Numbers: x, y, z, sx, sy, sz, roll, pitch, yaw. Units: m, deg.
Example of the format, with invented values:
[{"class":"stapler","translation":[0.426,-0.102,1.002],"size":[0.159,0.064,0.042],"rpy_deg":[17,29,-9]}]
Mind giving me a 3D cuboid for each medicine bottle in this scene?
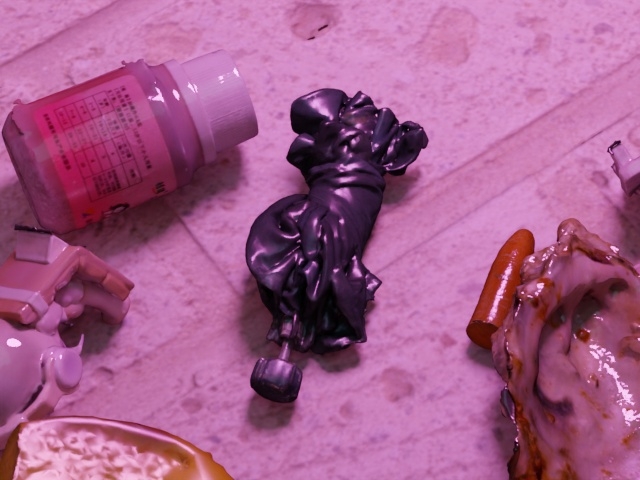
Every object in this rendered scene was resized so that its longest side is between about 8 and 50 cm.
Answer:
[{"class":"medicine bottle","translation":[-0.195,-0.109,1.748],"size":[0.247,0.147,0.147],"rpy_deg":[-22,61,-11]}]

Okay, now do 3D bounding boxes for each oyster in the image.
[{"class":"oyster","translation":[0.233,0.132,1.591],"size":[0.221,0.096,0.361],"rpy_deg":[8,53,-31]}]

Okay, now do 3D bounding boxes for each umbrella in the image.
[{"class":"umbrella","translation":[0.002,-0.001,1.707],"size":[0.143,0.094,0.348],"rpy_deg":[13,63,14]}]

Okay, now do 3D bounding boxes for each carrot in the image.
[{"class":"carrot","translation":[0.187,0.042,1.702],"size":[0.048,0.048,0.139],"rpy_deg":[16,59,11]}]

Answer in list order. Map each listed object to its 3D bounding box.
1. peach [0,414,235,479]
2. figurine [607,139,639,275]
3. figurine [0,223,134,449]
[{"class":"peach","translation":[-0.171,0.365,1.415],"size":[0.306,0.242,0.380],"rpy_deg":[10,44,-17]},{"class":"figurine","translation":[0.398,-0.008,1.673],"size":[0.182,0.144,0.256],"rpy_deg":[-20,64,-14]},{"class":"figurine","translation":[-0.290,0.108,1.641],"size":[0.163,0.141,0.236],"rpy_deg":[6,58,38]}]
